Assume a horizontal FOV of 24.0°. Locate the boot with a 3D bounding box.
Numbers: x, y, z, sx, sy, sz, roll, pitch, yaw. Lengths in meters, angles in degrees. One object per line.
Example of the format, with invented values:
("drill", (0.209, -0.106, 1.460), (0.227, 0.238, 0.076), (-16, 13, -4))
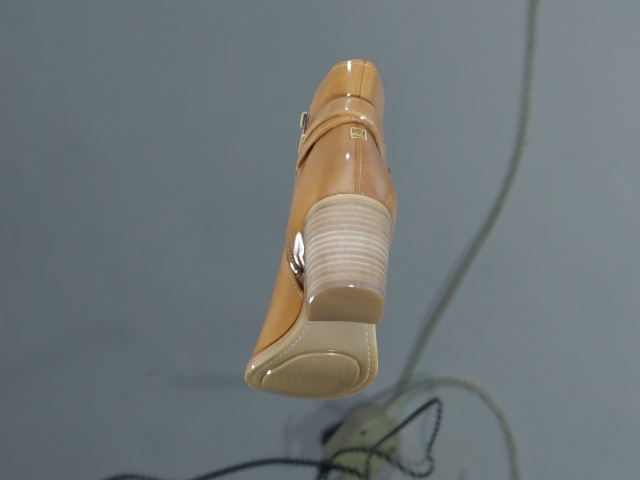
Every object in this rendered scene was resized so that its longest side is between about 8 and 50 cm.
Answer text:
("boot", (0.000, 0.000, 1.284), (0.109, 0.220, 0.283), (5, 150, -5))
